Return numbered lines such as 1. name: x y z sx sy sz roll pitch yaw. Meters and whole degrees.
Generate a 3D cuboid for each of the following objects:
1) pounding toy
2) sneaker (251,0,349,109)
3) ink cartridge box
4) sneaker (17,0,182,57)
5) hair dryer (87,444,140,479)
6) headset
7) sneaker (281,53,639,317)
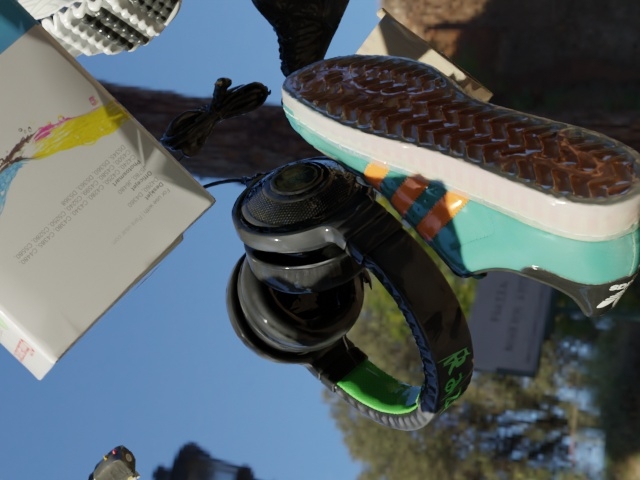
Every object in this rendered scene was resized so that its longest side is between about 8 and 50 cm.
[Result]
1. pounding toy: 0.110 -0.198 1.394 0.094 0.181 0.206 -52 -18 12
2. sneaker: -0.028 -0.210 1.088 0.051 0.089 0.170 -74 8 -65
3. ink cartridge box: -0.266 -0.044 1.002 0.197 0.270 0.198 -47 4 -20
4. sneaker: -0.312 -0.289 1.450 0.110 0.292 0.118 40 -141 -57
5. hair dryer: -0.294 0.395 1.316 0.223 0.294 0.080 61 -179 -1
6. headset: 0.000 0.000 1.083 0.185 0.394 0.243 -37 -23 -28
7. sneaker: 0.088 -0.038 0.809 0.108 0.302 0.121 -33 -45 -32
